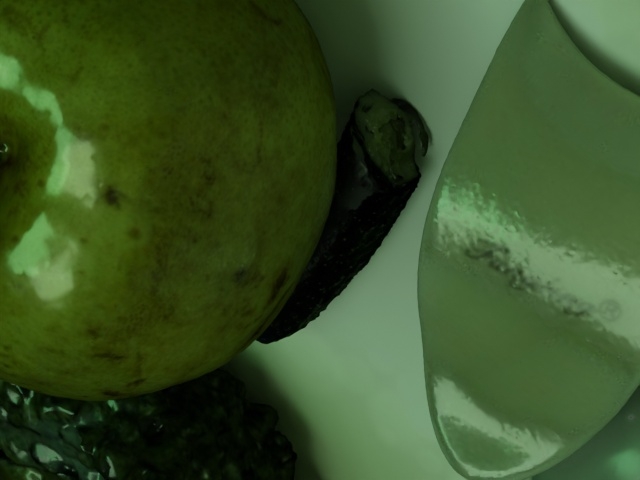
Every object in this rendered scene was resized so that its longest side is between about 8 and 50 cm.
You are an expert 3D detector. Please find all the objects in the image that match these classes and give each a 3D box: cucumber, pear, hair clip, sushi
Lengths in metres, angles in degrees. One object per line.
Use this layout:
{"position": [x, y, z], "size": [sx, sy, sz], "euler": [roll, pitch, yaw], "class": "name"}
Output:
{"position": [0.002, 0.002, 1.178], "size": [0.067, 0.067, 0.245], "euler": [38, 138, 6], "class": "cucumber"}
{"position": [-0.132, -0.062, 1.053], "size": [0.304, 0.304, 0.304], "euler": [19, 131, 24], "class": "pear"}
{"position": [0.141, 0.019, 1.050], "size": [0.172, 0.113, 0.282], "euler": [29, 133, 15], "class": "hair clip"}
{"position": [-0.190, 0.175, 1.358], "size": [0.351, 0.178, 0.294], "euler": [10, 124, 34], "class": "sushi"}

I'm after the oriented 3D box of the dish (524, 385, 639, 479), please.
{"position": [0.225, 0.194, 1.138], "size": [0.236, 0.086, 0.228], "euler": [-24, 106, 44], "class": "dish"}
